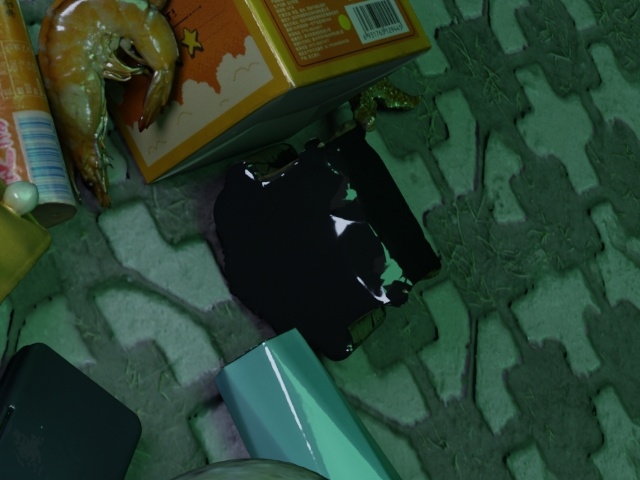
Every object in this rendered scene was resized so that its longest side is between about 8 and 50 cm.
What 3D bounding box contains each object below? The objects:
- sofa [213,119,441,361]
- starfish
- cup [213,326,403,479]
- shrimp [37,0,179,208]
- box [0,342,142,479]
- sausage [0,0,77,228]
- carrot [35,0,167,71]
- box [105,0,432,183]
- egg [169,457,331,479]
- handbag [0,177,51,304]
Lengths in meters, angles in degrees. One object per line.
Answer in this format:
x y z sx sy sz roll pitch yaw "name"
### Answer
0.000 0.000 2.052 0.258 0.182 0.200 60 21 -2 "sofa"
0.024 -0.286 2.260 0.293 0.084 0.301 55 26 1 "starfish"
-0.018 0.222 1.894 0.236 0.134 0.148 57 5 6 "cup"
-0.230 -0.155 1.853 0.150 0.249 0.068 3 22 -9 "shrimp"
-0.267 0.227 1.679 0.160 0.050 0.230 41 43 -23 "box"
-0.336 -0.164 1.807 0.093 0.093 0.312 -1 69 -48 "sausage"
-0.223 -0.232 1.886 0.072 0.205 0.072 38 31 -28 "carrot"
-0.079 -0.233 1.995 0.283 0.259 0.214 -21 85 -51 "box"
-0.074 0.383 1.562 0.345 0.345 0.428 50 32 -14 "egg"
-0.398 -0.106 1.567 0.401 0.133 0.283 58 7 -9 "handbag"
